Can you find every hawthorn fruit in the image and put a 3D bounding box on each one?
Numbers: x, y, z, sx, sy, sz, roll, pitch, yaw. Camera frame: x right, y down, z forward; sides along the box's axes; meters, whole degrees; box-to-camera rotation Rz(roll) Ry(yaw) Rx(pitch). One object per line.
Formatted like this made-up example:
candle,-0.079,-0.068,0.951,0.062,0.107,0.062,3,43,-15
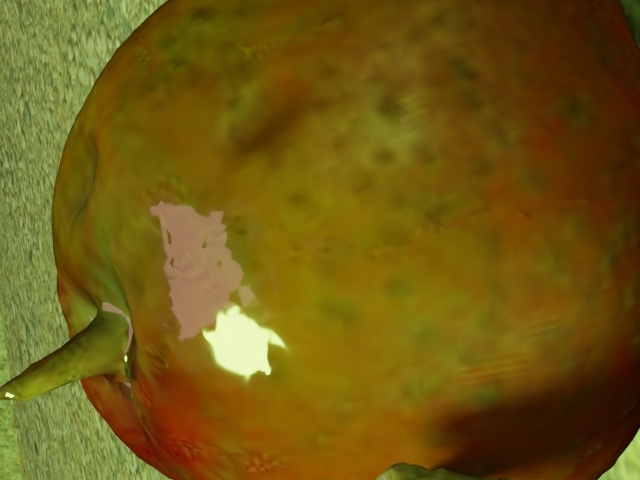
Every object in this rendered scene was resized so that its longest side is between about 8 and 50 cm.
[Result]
hawthorn fruit,0.000,0.000,0.534,0.277,0.298,0.277,46,148,42

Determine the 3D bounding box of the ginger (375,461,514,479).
ginger,0.147,0.188,0.400,0.080,0.333,0.166,-49,4,11
